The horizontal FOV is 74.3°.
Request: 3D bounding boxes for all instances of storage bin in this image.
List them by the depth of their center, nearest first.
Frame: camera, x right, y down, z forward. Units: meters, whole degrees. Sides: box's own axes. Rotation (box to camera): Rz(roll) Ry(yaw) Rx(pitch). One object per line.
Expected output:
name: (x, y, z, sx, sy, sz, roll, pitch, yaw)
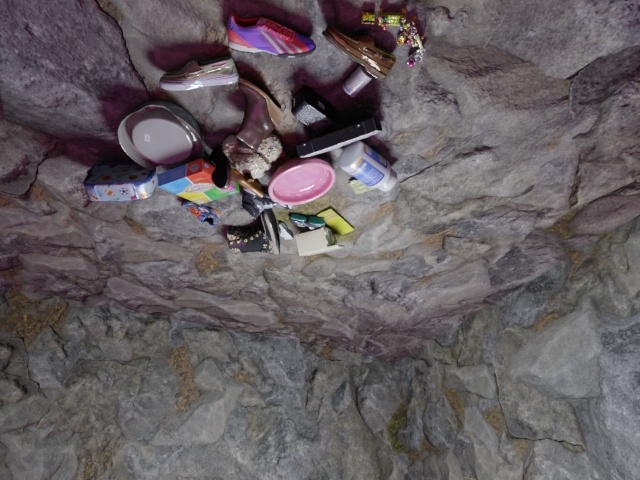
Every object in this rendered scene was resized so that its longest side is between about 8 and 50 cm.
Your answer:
storage bin: (-0.025, -0.534, 1.738, 0.180, 0.122, 0.084, 27, 134, -32)

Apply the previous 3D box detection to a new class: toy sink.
toy sink: (0.000, 0.000, 2.382, 0.234, 0.131, 0.153, -13, 174, 17)

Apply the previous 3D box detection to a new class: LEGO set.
LEGO set: (0.281, -0.737, 1.503, 0.287, 0.107, 0.132, 24, 135, -30)

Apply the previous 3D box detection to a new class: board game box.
board game box: (-0.569, -0.270, 2.000, 0.242, 0.064, 0.316, -15, 165, 17)

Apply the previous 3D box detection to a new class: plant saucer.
plant saucer: (-0.094, -0.293, 2.019, 0.332, 0.084, 0.332, -14, 155, -7)

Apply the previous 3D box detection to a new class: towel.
towel: (0.227, -0.290, 2.142, 0.148, 0.027, 0.110, -18, 140, 18)
towel: (0.087, -0.107, 2.381, 0.102, 0.021, 0.237, -21, 140, 31)

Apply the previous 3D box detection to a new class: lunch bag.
lunch bag: (-0.914, -0.283, 1.937, 0.303, 0.243, 0.115, 0, 130, -5)

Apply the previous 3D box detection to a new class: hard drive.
hard drive: (0.087, -0.435, 1.795, 0.338, 0.237, 0.064, -17, 100, 16)

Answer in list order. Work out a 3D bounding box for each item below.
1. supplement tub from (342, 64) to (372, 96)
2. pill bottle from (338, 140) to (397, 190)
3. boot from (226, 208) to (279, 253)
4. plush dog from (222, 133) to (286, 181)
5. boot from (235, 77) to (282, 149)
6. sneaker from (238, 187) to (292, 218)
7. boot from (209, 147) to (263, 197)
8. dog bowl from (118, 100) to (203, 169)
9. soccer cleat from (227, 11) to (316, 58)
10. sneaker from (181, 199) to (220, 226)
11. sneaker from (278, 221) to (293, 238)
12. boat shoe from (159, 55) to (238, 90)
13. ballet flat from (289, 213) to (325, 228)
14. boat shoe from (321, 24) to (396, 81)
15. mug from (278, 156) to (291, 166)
supplement tub: (0.145, -0.628, 1.667, 0.071, 0.071, 0.107, 25, 134, -31)
pill bottle: (0.230, -0.340, 1.977, 0.272, 0.152, 0.152, 28, 133, -33)
boot: (-0.380, -0.038, 2.357, 0.284, 0.138, 0.377, -3, 149, 2)
plush dog: (-0.275, -0.387, 1.888, 0.225, 0.211, 0.262, -43, 130, 11)
boot: (-0.284, -0.507, 1.717, 0.207, 0.090, 0.248, -54, 136, 2)
sneaker: (-0.286, -0.174, 2.156, 0.268, 0.101, 0.153, 19, 95, -18)
boot: (-0.376, -0.267, 1.940, 0.096, 0.264, 0.280, -42, 134, 11)
dog bowl: (-0.681, -0.450, 1.835, 0.348, 0.102, 0.349, -1, 142, -1)
soccer cleat: (-0.171, -0.729, 1.500, 0.318, 0.109, 0.116, 5, 138, -4)
sneaker: (-0.632, -0.147, 2.238, 0.221, 0.087, 0.083, 25, 134, -31)
sneaker: (-0.208, -0.049, 2.412, 0.061, 0.054, 0.152, -12, 142, 17)
boat shoe: (-0.468, -0.643, 1.614, 0.302, 0.109, 0.094, -10, 127, -5)
ballet flat: (-0.073, -0.101, 2.336, 0.203, 0.074, 0.074, 10, 141, -2)
boat shoe: (0.146, -0.710, 1.546, 0.307, 0.111, 0.104, 19, 121, -35)
mug: (-0.157, -0.359, 2.023, 0.062, 0.078, 0.064, -44, 144, 0)
